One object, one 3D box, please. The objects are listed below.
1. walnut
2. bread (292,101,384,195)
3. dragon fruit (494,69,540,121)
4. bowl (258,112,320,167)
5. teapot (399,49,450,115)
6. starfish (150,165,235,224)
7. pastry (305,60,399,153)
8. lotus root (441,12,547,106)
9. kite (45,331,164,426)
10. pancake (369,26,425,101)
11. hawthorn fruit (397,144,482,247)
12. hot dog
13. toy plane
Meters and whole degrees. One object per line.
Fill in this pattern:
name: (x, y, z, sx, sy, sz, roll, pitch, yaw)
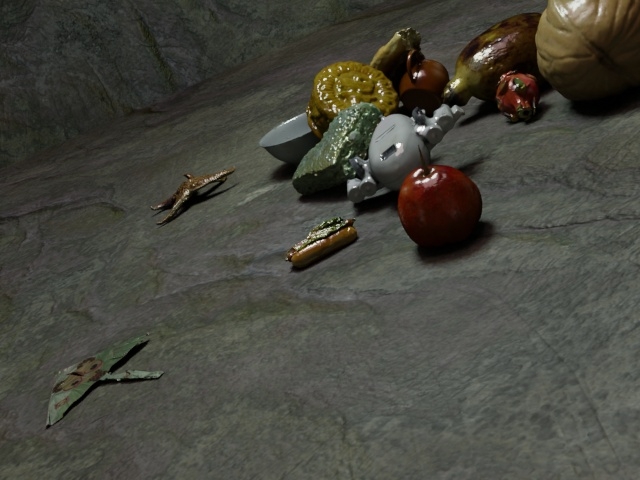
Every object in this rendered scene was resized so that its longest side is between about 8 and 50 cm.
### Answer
walnut: (0.476, -0.350, 1.665, 0.224, 0.225, 0.261, -16, 22, 23)
bread: (0.025, -0.161, 1.819, 0.232, 0.064, 0.172, -47, 26, 20)
dragon fruit: (0.360, -0.261, 1.760, 0.081, 0.086, 0.116, 11, 24, -13)
bowl: (-0.030, -0.211, 2.088, 0.189, 0.086, 0.189, -23, 20, 9)
teapot: (0.221, -0.332, 2.025, 0.116, 0.173, 0.116, -18, 48, 22)
starfish: (-0.296, -0.112, 2.197, 0.213, 0.057, 0.238, -20, 18, 37)
pastry: (0.065, -0.269, 1.965, 0.188, 0.188, 0.103, -37, -21, -31)
lotus root: (0.367, -0.353, 1.890, 0.314, 0.142, 0.169, -30, 23, -15)
kite: (-0.329, 0.207, 1.464, 0.250, 0.012, 0.229, -8, 29, 39)
pancake: (0.190, -0.350, 2.110, 0.244, 0.057, 0.266, -4, -31, -36)
hawthorn fruit: (0.165, -0.051, 1.386, 0.125, 0.140, 0.125, -16, 54, 24)
hot dog: (0.000, 0.000, 1.562, 0.133, 0.041, 0.056, -28, 20, -9)
toy plane: (0.142, -0.153, 1.681, 0.252, 0.118, 0.252, -40, 15, 13)
